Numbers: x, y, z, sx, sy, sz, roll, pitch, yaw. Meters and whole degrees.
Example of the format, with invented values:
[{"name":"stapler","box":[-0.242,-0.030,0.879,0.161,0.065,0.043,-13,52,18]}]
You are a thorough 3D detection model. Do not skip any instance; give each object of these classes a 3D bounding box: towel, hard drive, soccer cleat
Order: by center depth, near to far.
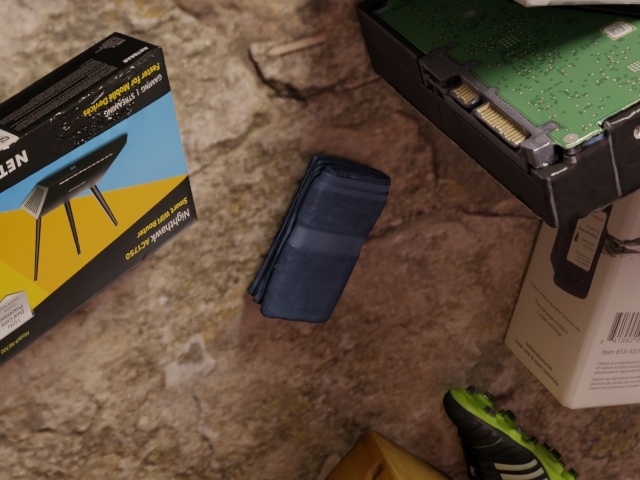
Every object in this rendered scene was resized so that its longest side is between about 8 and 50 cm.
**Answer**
[{"name":"hard drive","box":[0.223,-0.152,1.095,0.339,0.237,0.064,-27,129,-13]},{"name":"towel","box":[0.000,0.000,1.198,0.067,0.029,0.119,12,112,-34]},{"name":"soccer cleat","box":[0.141,0.175,1.371,0.072,0.060,0.179,-45,133,4]}]

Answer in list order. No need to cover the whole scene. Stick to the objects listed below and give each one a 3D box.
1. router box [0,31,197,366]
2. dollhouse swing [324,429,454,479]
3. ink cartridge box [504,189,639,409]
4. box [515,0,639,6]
[{"name":"router box","box":[-0.159,-0.026,1.040,0.179,0.046,0.133,-39,135,-34]},{"name":"dollhouse swing","box":[0.054,0.384,1.317,0.305,0.315,0.347,39,96,-20]},{"name":"ink cartridge box","box":[0.261,-0.001,1.300,0.172,0.100,0.237,-1,120,-29]},{"name":"box","box":[0.122,-0.211,1.029,0.130,0.170,0.091,-7,122,-40]}]
